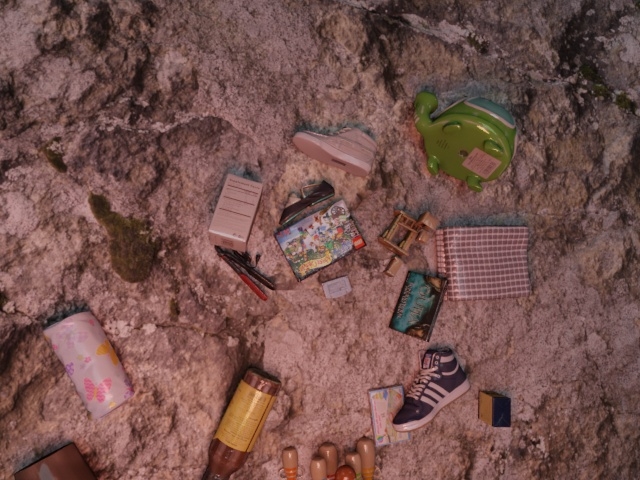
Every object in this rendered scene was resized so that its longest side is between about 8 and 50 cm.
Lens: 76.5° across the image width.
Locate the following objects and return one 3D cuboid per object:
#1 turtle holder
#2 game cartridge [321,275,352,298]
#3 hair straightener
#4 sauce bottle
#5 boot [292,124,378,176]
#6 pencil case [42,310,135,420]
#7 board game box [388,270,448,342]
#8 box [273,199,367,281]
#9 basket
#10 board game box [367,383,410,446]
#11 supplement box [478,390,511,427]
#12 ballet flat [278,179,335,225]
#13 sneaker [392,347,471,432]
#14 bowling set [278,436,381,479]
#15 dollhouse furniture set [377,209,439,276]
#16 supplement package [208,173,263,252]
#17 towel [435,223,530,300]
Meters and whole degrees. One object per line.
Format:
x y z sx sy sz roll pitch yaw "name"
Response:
0.439 -0.322 1.250 0.320 0.243 0.227 18 59 33 "turtle holder"
0.049 0.142 1.212 0.083 0.017 0.056 -16 82 -11 "game cartridge"
-0.214 0.067 1.172 0.230 0.047 0.089 42 61 3 "hair straightener"
-0.223 0.514 1.069 0.111 0.111 0.344 28 78 -5 "sauce bottle"
0.050 -0.299 1.240 0.258 0.095 0.123 23 74 -14 "boot"
-0.589 0.315 1.034 0.124 0.113 0.273 -31 88 -3 "pencil case"
0.289 0.191 1.199 0.126 0.026 0.186 13 77 38 "board game box"
0.000 0.000 1.207 0.233 0.044 0.159 -28 88 -12 "box"
-0.618 0.625 0.974 0.204 0.154 0.227 -25 84 -13 "basket"
0.198 0.507 1.183 0.103 0.026 0.154 -6 84 -10 "board game box"
0.516 0.500 1.207 0.056 0.083 0.083 6 82 -9 "supplement box"
-0.051 -0.119 1.202 0.203 0.074 0.074 -32 89 -18 "ballet flat"
0.295 0.413 1.162 0.282 0.099 0.153 -22 89 -27 "sneaker"
0.034 0.638 1.058 0.287 0.200 0.154 -4 85 -6 "bowling set"
0.233 0.000 1.186 0.101 0.161 0.182 33 78 -4 "dollhouse furniture set"
-0.234 -0.075 1.132 0.105 0.105 0.179 16 68 -6 "supplement package"
0.504 0.066 1.243 0.283 0.121 0.235 -3 84 -10 "towel"
